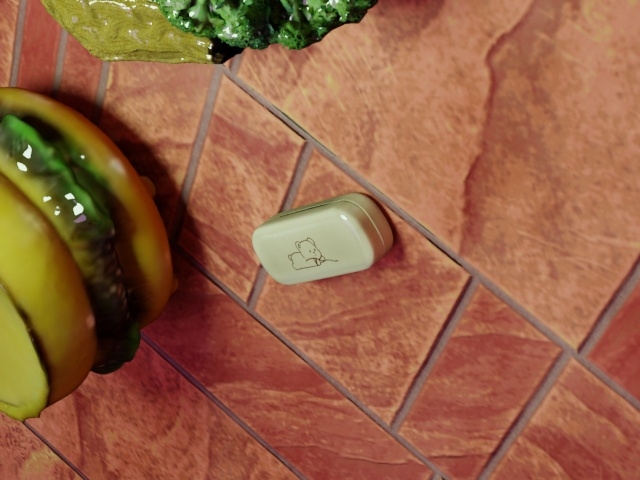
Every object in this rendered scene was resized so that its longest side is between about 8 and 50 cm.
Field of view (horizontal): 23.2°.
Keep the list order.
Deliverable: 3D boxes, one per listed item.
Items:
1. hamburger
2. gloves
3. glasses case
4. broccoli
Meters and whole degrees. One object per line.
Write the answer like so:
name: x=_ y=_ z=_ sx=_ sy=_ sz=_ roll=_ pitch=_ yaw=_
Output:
hamburger: x=-0.377 y=-0.007 z=1.959 sx=0.396 sy=0.277 sz=0.395 roll=29 pitch=142 yaw=25
gloves: x=-0.221 y=-0.293 z=1.643 sx=0.356 sy=0.155 sz=0.203 roll=27 pitch=135 yaw=34
glasses case: x=0.000 y=0.000 z=1.758 sx=0.196 sy=0.050 sz=0.083 roll=-16 pitch=112 yaw=52
broccoli: x=-0.060 y=-0.295 z=1.395 sx=0.270 sy=0.270 sz=0.269 roll=2 pitch=99 yaw=12
